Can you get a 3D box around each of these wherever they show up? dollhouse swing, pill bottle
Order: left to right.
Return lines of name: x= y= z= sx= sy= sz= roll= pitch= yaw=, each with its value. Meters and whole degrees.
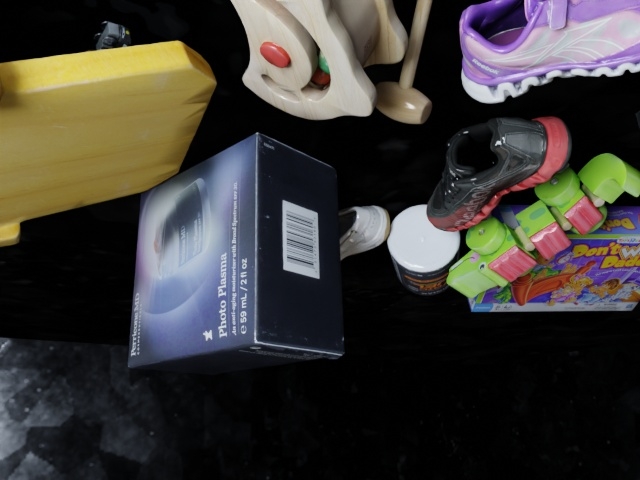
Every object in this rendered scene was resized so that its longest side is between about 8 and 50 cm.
dollhouse swing: x=-0.336 y=-0.172 z=0.586 sx=0.305 sy=0.315 sz=0.347 roll=-36 pitch=178 yaw=-30
pill bottle: x=0.206 y=0.032 z=1.135 sx=0.130 sy=0.130 sz=0.246 roll=-6 pitch=160 yaw=11

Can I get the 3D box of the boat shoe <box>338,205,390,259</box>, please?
boat shoe: x=0.000 y=0.000 z=1.092 sx=0.096 sy=0.098 sz=0.277 roll=16 pitch=144 yaw=-40

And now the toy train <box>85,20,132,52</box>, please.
toy train: x=-0.244 y=-0.189 z=0.641 sx=0.036 sy=0.027 sz=0.158 roll=1 pitch=163 yaw=-38

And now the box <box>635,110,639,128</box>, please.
box: x=0.467 y=-0.146 z=0.753 sx=0.083 sy=0.062 sz=0.052 roll=6 pitch=157 yaw=-19

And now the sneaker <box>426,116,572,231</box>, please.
sneaker: x=0.216 y=-0.094 z=0.833 sx=0.135 sy=0.098 sz=0.276 roll=6 pitch=157 yaw=-22

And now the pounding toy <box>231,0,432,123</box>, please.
pounding toy: x=0.006 y=-0.212 z=0.531 sx=0.154 sy=0.155 sz=0.269 roll=20 pitch=163 yaw=32

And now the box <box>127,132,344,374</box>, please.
box: x=-0.135 y=0.041 z=0.888 sx=0.294 sy=0.296 sz=0.182 roll=-19 pitch=155 yaw=39

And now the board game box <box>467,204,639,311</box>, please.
board game box: x=0.482 y=0.040 z=1.133 sx=0.347 sy=0.078 sz=0.233 roll=0 pitch=137 yaw=-5

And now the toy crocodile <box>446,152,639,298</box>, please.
toy crocodile: x=0.352 y=-0.013 z=0.940 sx=0.115 sy=0.105 sz=0.340 roll=36 pitch=118 yaw=-29

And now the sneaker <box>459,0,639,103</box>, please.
sneaker: x=0.232 y=-0.207 z=0.536 sx=0.236 sy=0.095 sz=0.104 roll=-12 pitch=150 yaw=30
